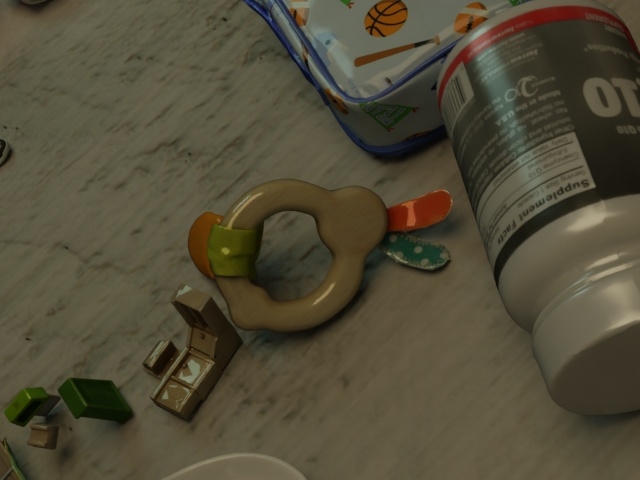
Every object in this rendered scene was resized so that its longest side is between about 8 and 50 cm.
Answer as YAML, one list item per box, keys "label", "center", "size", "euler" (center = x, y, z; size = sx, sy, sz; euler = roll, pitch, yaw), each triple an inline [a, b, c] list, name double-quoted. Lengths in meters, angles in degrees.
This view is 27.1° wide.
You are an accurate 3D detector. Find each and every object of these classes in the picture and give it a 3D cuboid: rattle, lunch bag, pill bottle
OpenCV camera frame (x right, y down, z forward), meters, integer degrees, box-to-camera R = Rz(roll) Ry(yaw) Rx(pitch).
- label: "rattle"
  center: [0.000, 0.000, 1.119]
  size: [0.200, 0.143, 0.130]
  euler: [-24, 86, -11]
- label: "lunch bag"
  center: [0.061, -0.232, 1.187]
  size: [0.243, 0.115, 0.303]
  euler: [-32, 55, 3]
- label: "pill bottle"
  center: [0.195, -0.027, 0.976]
  size: [0.161, 0.161, 0.283]
  euler: [-20, 55, 9]

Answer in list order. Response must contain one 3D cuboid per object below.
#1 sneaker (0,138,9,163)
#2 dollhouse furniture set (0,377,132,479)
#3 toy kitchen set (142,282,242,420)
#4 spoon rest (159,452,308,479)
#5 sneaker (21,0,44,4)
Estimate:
- label: "sneaker"
  center: [-0.348, -0.084, 1.304]
  size: [0.083, 0.037, 0.032]
  euler: [-17, 54, 10]
- label: "dollhouse furniture set"
  center: [-0.233, 0.176, 1.108]
  size: [0.151, 0.058, 0.076]
  euler: [-48, 61, 13]
- label: "toy kitchen set"
  center: [-0.124, 0.086, 1.086]
  size: [0.068, 0.075, 0.083]
  euler: [21, 66, 32]
- label: "spoon rest"
  center: [-0.129, 0.238, 0.991]
  size: [0.276, 0.084, 0.137]
  euler: [-16, 56, 13]
- label: "sneaker"
  center: [-0.282, -0.301, 1.406]
  size: [0.070, 0.051, 0.134]
  euler: [38, 73, 22]
